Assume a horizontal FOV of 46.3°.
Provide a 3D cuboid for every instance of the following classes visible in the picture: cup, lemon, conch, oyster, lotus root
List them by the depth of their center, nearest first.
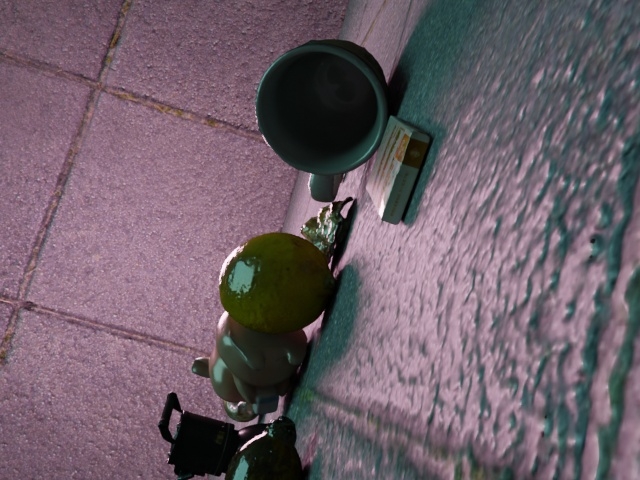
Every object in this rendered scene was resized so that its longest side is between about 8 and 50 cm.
[{"bbox_3d":[-0.085,0.355,1.085,0.120,0.120,0.209,-175,101,-83],"label":"lotus root"},{"bbox_3d":[-0.080,0.078,1.363,0.257,0.188,0.188,-10,56,40],"label":"lemon"},{"bbox_3d":[0.026,-0.227,1.380,0.257,0.228,0.301,-59,-26,-63],"label":"cup"},{"bbox_3d":[0.000,0.000,1.444,0.163,0.081,0.191,-161,85,-79],"label":"oyster"},{"bbox_3d":[-0.190,0.407,1.905,0.116,0.106,0.173,-63,19,-18],"label":"conch"}]

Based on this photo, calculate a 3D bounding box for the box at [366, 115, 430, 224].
[{"bbox_3d":[0.102,-0.105,1.036,0.220,0.032,0.122,-95,24,-76],"label":"box"}]

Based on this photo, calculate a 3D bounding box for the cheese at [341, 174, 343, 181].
[{"bbox_3d":[0.038,-0.169,1.703,0.030,0.044,0.083,71,-149,-73],"label":"cheese"}]

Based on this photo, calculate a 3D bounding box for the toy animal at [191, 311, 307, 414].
[{"bbox_3d":[-0.127,0.239,1.501,0.213,0.195,0.256,63,147,38],"label":"toy animal"}]

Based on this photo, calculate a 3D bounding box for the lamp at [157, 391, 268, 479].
[{"bbox_3d":[-0.191,0.386,1.372,0.147,0.228,0.172,-82,11,-52],"label":"lamp"}]
